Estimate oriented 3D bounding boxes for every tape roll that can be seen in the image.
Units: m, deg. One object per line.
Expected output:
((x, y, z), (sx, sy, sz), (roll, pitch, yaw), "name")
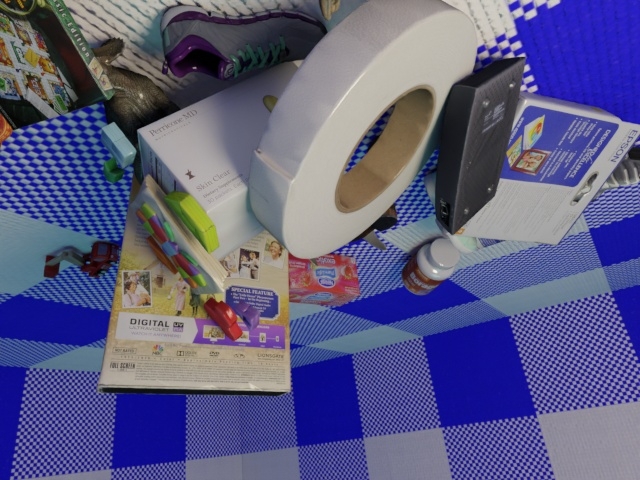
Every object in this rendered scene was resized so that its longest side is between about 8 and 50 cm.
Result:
((0.068, -0.142, 0.643), (0.392, 0.072, 0.392), (-41, 159, -20), "tape roll")

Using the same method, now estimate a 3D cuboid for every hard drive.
((0.252, -0.151, 0.739), (0.172, 0.054, 0.255), (-36, 139, -32), "hard drive")

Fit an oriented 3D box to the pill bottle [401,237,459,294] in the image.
((0.340, 0.080, 1.410), (0.121, 0.121, 0.216), (-1, 155, -12), "pill bottle")

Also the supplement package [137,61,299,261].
((-0.115, -0.111, 0.692), (0.261, 0.145, 0.204), (-38, 170, -28), "supplement package")

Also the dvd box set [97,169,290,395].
((-0.207, 0.060, 0.830), (0.307, 0.421, 0.062), (9, 151, -25), "dvd box set")

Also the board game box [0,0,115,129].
((-0.340, -0.251, 0.464), (0.136, 0.030, 0.260), (-11, 126, 13), "board game box")

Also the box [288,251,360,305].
((-0.017, 0.115, 1.378), (0.256, 0.128, 0.122), (10, 151, -32), "box")

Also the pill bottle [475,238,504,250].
((0.455, -0.052, 1.162), (0.186, 0.112, 0.112), (-22, 152, 30), "pill bottle")

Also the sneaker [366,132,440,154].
((0.189, -0.185, 0.852), (0.209, 0.069, 0.082), (-21, 156, 28), "sneaker")

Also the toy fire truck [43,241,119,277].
((-0.617, 0.052, 1.172), (0.135, 0.047, 0.192), (17, 146, -40), "toy fire truck")

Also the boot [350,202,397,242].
((0.079, -0.063, 1.059), (0.219, 0.106, 0.082), (-17, 150, 33), "boot")

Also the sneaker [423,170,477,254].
((0.353, -0.072, 1.043), (0.150, 0.094, 0.256), (-21, 129, 23), "sneaker")

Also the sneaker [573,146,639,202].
((0.672, -0.146, 1.072), (0.228, 0.086, 0.132), (-15, 161, 41), "sneaker")

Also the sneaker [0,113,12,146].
((-0.544, -0.162, 0.731), (0.174, 0.064, 0.067), (-14, 175, 26), "sneaker")

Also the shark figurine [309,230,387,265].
((0.015, 0.009, 1.180), (0.277, 0.116, 0.166), (6, 154, -23), "shark figurine")

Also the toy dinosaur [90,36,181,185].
((-0.270, -0.184, 0.679), (0.121, 0.160, 0.313), (-40, 174, -14), "toy dinosaur")

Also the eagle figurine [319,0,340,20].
((0.102, -0.339, 0.407), (0.298, 0.225, 0.226), (-37, -161, -4), "eagle figurine")

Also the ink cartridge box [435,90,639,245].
((0.431, -0.130, 0.917), (0.306, 0.072, 0.304), (3, 129, -23), "ink cartridge box")

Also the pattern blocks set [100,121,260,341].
((-0.203, 0.005, 0.645), (0.026, 0.325, 0.285), (-40, 179, -28), "pattern blocks set")

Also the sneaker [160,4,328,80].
((-0.096, -0.245, 0.605), (0.223, 0.098, 0.083), (-3, 155, -9), "sneaker")
